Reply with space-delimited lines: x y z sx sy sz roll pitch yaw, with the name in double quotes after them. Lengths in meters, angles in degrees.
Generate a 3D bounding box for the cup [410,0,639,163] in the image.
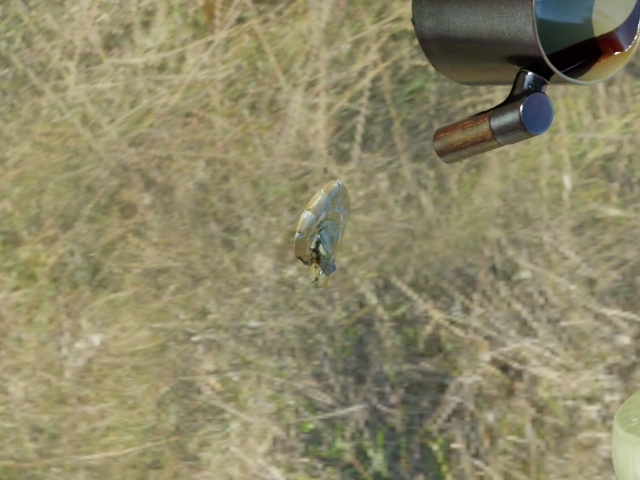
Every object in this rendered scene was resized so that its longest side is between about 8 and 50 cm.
0.203 -0.189 1.439 0.166 0.177 0.239 -1 100 -32 "cup"

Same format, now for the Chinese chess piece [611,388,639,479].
0.259 0.108 0.847 0.188 0.188 0.083 -23 96 -30 "Chinese chess piece"

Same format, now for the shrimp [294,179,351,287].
0.000 0.000 1.843 0.041 0.180 0.099 28 53 18 "shrimp"
